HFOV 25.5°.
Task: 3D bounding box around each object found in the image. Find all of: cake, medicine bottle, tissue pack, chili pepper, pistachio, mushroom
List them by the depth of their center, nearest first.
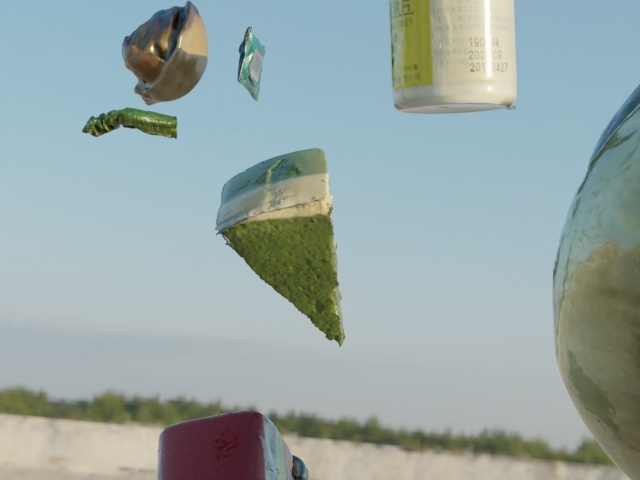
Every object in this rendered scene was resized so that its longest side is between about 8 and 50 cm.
[{"bbox_3d":[0.324,0.028,0.937,0.352,0.352,0.260,10,12,-28],"label":"mushroom"},{"bbox_3d":[-0.155,-0.095,1.144,0.083,0.022,0.027,2,-22,12],"label":"chili pepper"},{"bbox_3d":[0.147,-0.274,1.591,0.143,0.258,0.143,-1,0,0],"label":"medicine bottle"},{"bbox_3d":[-0.103,-0.258,2.061,0.028,0.085,0.138,8,-6,11],"label":"tissue pack"},{"bbox_3d":[0.002,0.005,2.100,0.172,0.158,0.283,-32,-64,22],"label":"cake"},{"bbox_3d":[-0.233,-0.288,2.157,0.130,0.210,0.165,30,-56,-6],"label":"pistachio"}]

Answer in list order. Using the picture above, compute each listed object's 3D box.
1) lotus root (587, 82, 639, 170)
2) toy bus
[{"bbox_3d":[0.565,-0.152,2.088,0.250,0.250,0.346,-1,30,38],"label":"lotus root"},{"bbox_3d":[-0.074,0.259,1.109,0.121,0.265,0.120,-11,-47,7],"label":"toy bus"}]
